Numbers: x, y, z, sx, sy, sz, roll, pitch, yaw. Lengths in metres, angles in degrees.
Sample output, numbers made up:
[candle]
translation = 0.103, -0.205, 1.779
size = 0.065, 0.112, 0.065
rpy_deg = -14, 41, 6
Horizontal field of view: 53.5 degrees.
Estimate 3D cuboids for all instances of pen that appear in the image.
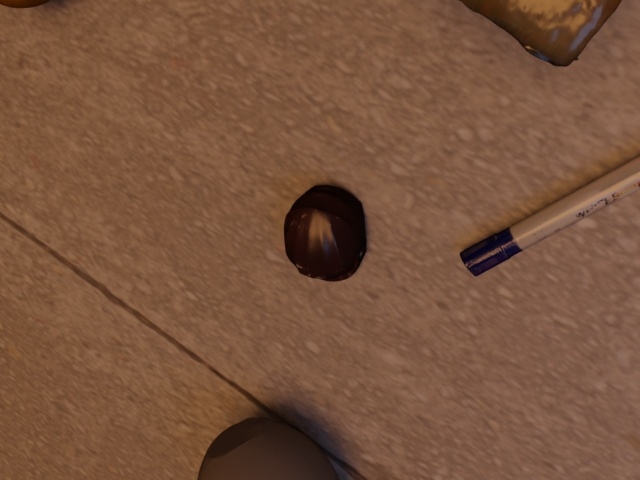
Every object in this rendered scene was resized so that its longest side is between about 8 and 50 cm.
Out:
[pen]
translation = 0.262, -0.037, 0.636
size = 0.269, 0.033, 0.033
rpy_deg = -32, 92, 26

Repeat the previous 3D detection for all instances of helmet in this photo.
[helmet]
translation = 0.000, 0.000, 0.730
size = 0.098, 0.070, 0.123
rpy_deg = 8, 107, 19

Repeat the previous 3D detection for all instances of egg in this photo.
[egg]
translation = -0.054, 0.339, 0.795
size = 0.176, 0.176, 0.231
rpy_deg = -26, 104, 26

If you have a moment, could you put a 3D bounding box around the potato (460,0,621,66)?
[potato]
translation = 0.195, -0.299, 0.496
size = 0.211, 0.189, 0.264
rpy_deg = 40, 115, 7

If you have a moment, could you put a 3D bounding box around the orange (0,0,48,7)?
[orange]
translation = -0.360, -0.351, 0.728
size = 0.159, 0.136, 0.158
rpy_deg = 5, 104, 20
